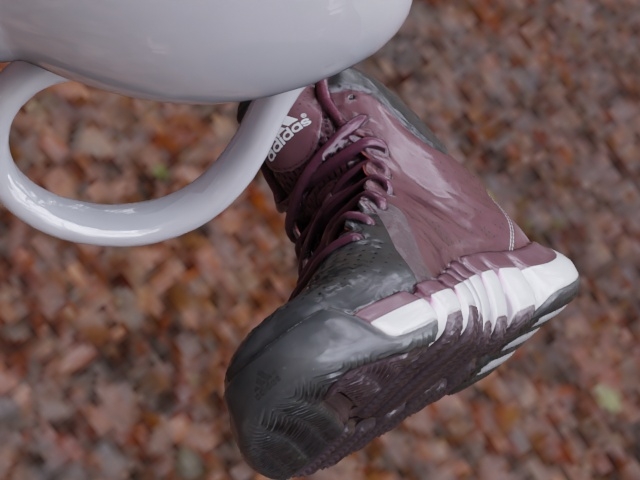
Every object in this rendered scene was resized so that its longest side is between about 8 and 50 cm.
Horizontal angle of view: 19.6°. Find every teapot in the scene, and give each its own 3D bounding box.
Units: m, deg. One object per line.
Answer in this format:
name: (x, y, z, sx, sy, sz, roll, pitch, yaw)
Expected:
teapot: (-0.086, -0.147, 0.646, 0.252, 0.187, 0.256, 73, -2, -79)

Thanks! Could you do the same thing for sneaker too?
sneaker: (0.000, 0.000, 0.799, 0.162, 0.106, 0.281, 51, 21, 12)
